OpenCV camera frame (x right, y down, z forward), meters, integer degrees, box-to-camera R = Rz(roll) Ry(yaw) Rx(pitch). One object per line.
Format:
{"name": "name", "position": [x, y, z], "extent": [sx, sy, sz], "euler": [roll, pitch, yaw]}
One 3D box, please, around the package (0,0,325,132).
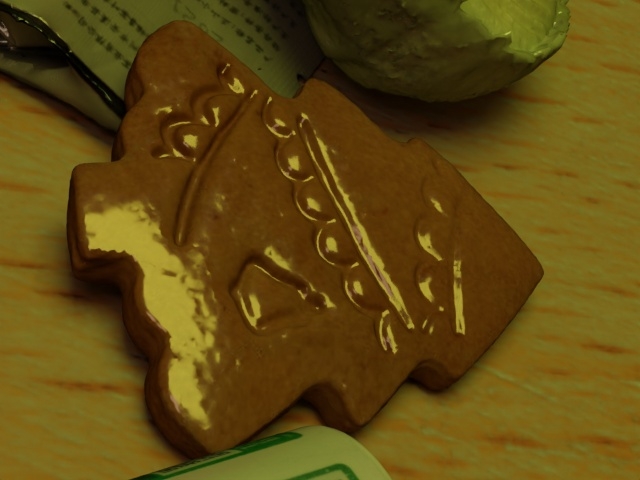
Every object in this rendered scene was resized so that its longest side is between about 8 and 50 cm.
{"name": "package", "position": [-0.121, -0.155, 1.253], "extent": [0.251, 0.062, 0.204], "euler": [32, 46, -2]}

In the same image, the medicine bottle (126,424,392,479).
{"name": "medicine bottle", "position": [-0.093, 0.180, 0.917], "extent": [0.274, 0.133, 0.133], "euler": [-13, 58, -35]}

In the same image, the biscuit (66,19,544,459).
{"name": "biscuit", "position": [0.000, 0.000, 1.161], "extent": [0.306, 0.043, 0.284], "euler": [6, 58, -26]}

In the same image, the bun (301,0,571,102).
{"name": "bun", "position": [0.048, -0.207, 1.300], "extent": [0.259, 0.152, 0.259], "euler": [33, 48, -47]}
